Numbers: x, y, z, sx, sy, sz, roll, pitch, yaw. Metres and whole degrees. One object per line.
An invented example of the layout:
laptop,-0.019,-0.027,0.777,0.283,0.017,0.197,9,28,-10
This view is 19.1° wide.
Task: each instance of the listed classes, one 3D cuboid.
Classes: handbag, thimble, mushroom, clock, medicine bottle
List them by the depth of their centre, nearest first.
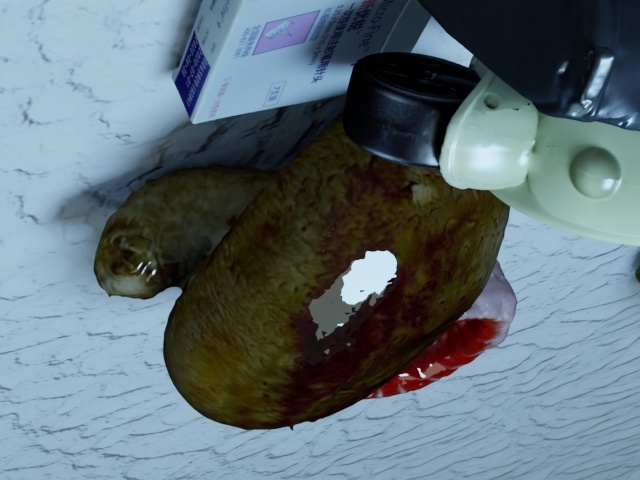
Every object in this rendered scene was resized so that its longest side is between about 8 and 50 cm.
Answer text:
handbag,0.205,-0.179,1.156,0.301,0.275,0.178,6,112,-31
medicine bottle,-0.001,-0.165,1.314,0.171,0.052,0.201,-12,156,-24
clock,0.221,-0.089,1.366,0.379,0.276,0.120,-21,128,-47
mushroom,0.016,0.020,1.528,0.345,0.239,0.345,-21,-175,2
thimble,0.082,0.058,1.763,0.189,0.125,0.163,-29,155,15

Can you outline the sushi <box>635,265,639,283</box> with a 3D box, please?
sushi,0.538,0.041,1.974,0.351,0.240,0.396,-6,155,-35
